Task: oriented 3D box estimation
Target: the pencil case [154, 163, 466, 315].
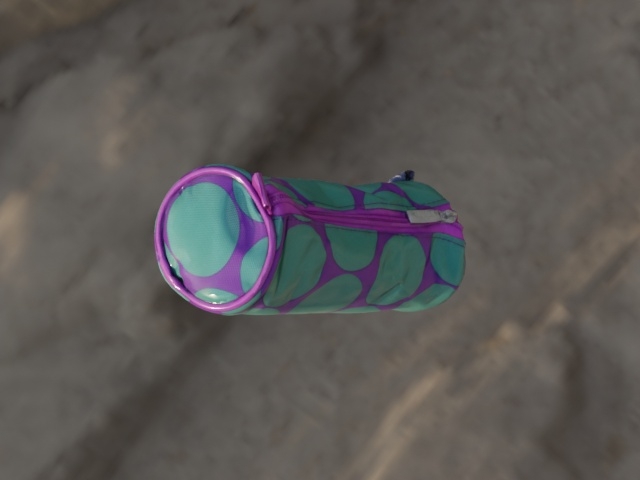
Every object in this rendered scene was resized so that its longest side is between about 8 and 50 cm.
[{"bbox_3d":[0.000,0.000,0.807,0.070,0.152,0.064,-34,70,33],"label":"pencil case"}]
